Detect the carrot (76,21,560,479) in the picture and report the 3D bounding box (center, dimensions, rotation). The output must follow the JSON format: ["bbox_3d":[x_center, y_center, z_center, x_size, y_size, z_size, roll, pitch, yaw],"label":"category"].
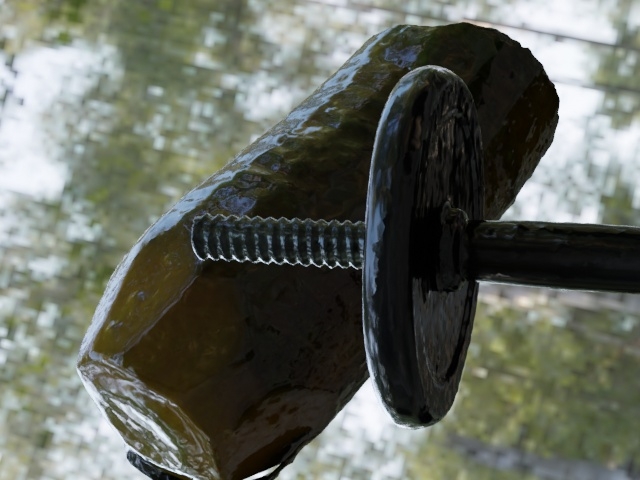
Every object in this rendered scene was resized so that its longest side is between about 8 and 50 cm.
[{"bbox_3d":[0.000,0.000,0.577,0.173,0.082,0.082,-50,-32,-31],"label":"carrot"}]

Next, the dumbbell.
[{"bbox_3d":[0.047,0.003,0.347,0.069,0.147,0.069,3,-90,-75],"label":"dumbbell"}]
